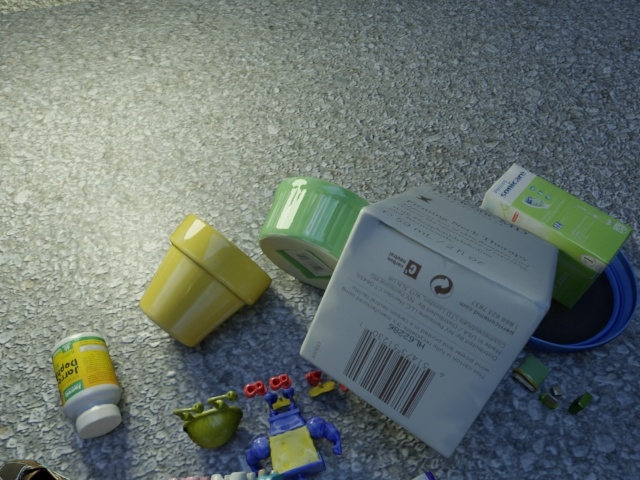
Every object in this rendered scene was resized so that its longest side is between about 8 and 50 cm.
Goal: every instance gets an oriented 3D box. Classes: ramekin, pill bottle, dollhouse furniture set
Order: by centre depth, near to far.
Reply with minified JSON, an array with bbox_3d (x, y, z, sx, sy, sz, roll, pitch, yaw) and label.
[{"bbox_3d":[-0.509,0.317,1.090,0.117,0.118,0.208,-25,59,-14],"label":"pill bottle"},{"bbox_3d":[0.508,0.314,1.094,0.076,0.059,0.151,-38,63,-22],"label":"dollhouse furniture set"},{"bbox_3d":[0.000,0.000,1.190,0.303,0.303,0.148,20,66,15],"label":"ramekin"}]

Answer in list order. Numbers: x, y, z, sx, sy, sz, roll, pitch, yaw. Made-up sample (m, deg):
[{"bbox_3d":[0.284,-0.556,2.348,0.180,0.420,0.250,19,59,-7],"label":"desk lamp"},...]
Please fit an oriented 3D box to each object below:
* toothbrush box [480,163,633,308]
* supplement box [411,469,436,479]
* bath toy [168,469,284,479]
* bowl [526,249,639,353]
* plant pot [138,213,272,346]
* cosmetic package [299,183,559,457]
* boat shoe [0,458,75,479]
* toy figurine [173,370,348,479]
[{"bbox_3d":[0.507,-0.009,1.135,0.283,0.206,0.122,38,65,24],"label":"toothbrush box"},{"bbox_3d":[0.134,0.541,0.919,0.220,0.114,0.111,-24,59,-15],"label":"supplement box"},{"bbox_3d":[-0.234,0.497,0.901,0.348,0.151,0.129,-14,63,19],"label":"bath toy"},{"bbox_3d":[0.564,0.096,1.231,0.391,0.077,0.391,-1,55,2],"label":"bowl"},{"bbox_3d":[-0.284,0.106,1.168,0.254,0.254,0.239,35,80,23],"label":"plant pot"},{"bbox_3d":[0.228,0.117,0.980,0.329,0.327,0.393,30,24,19],"label":"cosmetic package"},{"bbox_3d":[-0.580,0.483,1.010,0.183,0.066,0.066,10,56,9],"label":"boat shoe"},{"bbox_3d":[-0.088,0.404,0.984,0.362,0.191,0.217,-16,61,-8],"label":"toy figurine"}]
